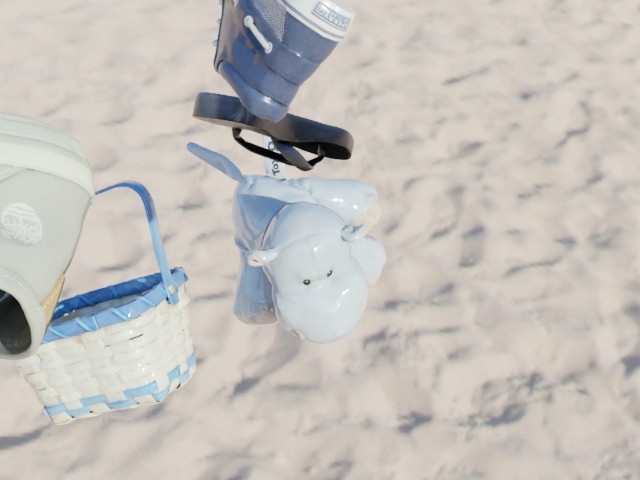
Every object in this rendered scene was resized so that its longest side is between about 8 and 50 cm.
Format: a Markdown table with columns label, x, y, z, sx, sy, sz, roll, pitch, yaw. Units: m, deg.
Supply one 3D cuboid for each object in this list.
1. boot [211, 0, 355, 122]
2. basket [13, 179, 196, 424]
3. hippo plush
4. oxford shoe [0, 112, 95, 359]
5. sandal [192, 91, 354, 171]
| label | x | y | z | sx | sy | sz | roll | pitch | yaw |
| --- | --- | --- | --- | --- | --- | --- | --- | --- | --- |
| boot | -0.049 | -0.156 | 0.732 | 0.069 | 0.086 | 0.190 | 24 | 21 | -34 |
| basket | -0.306 | 0.082 | 1.475 | 0.255 | 0.289 | 0.201 | -12 | 15 | 20 |
| hippo plush | 0.000 | 0.000 | 1.400 | 0.234 | 0.294 | 0.236 | -17 | 16 | -15 |
| oxford shoe | -0.308 | -0.001 | 0.492 | 0.449 | 0.130 | 0.169 | 4 | -15 | -37 |
| sandal | -0.053 | -0.108 | 1.180 | 0.097 | 0.054 | 0.254 | 11 | 1 | 32 |
